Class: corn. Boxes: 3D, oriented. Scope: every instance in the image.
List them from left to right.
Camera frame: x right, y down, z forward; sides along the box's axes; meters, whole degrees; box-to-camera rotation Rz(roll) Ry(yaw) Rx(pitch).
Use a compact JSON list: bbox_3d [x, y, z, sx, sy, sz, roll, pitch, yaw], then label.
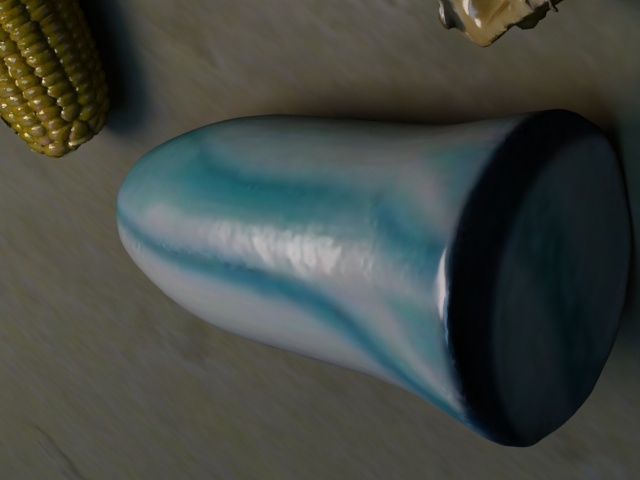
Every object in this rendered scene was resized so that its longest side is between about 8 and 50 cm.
[{"bbox_3d":[-0.222,-0.188,1.090,0.101,0.101,0.292,-5,117,40],"label":"corn"}]

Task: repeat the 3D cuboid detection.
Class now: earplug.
[{"bbox_3d":[0.000,0.000,0.989,0.324,0.185,0.185,10,123,38],"label":"earplug"}]

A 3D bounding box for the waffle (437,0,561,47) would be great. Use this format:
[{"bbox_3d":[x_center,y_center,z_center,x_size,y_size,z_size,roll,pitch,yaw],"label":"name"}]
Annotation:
[{"bbox_3d":[0.039,-0.279,0.754,0.376,0.114,0.261,54,161,-5],"label":"waffle"}]
